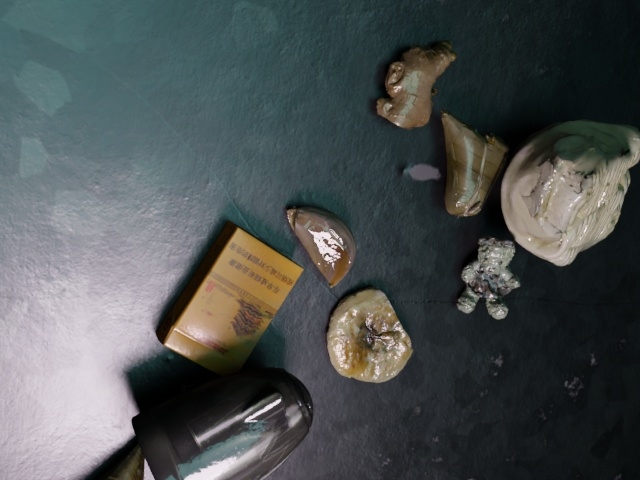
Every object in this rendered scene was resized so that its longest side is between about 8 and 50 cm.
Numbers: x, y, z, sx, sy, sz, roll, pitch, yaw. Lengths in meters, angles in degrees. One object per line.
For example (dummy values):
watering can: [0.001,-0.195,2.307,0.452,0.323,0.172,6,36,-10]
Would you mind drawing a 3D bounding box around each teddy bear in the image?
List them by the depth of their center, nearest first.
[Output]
teddy bear: [0.390,0.068,1.865,0.133,0.111,0.213,14,119,12]

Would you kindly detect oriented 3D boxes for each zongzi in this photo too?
zongzi: [-0.372,0.550,1.656,0.242,0.112,0.221,-49,120,-25]
zongzi: [0.297,-0.164,1.780,0.197,0.099,0.195,28,84,-28]

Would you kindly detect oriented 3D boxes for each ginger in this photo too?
ginger: [0.200,-0.337,1.718,0.137,0.074,0.213,24,95,-35]

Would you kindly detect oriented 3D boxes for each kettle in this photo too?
kettle: [-0.165,0.382,1.617,0.324,0.321,0.228,-26,68,-11]

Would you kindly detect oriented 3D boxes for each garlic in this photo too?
garlic: [0.015,-0.001,1.708,0.101,0.087,0.196,-32,115,-1]

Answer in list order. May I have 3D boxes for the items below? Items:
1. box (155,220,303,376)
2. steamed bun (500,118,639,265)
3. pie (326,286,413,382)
box: [-0.181,0.122,1.653,0.174,0.076,0.274,33,87,-24]
steamed bun: [0.528,-0.137,1.810,0.347,0.237,0.394,-55,151,-1]
pie: [0.100,0.219,1.810,0.185,0.052,0.218,-35,111,-7]
